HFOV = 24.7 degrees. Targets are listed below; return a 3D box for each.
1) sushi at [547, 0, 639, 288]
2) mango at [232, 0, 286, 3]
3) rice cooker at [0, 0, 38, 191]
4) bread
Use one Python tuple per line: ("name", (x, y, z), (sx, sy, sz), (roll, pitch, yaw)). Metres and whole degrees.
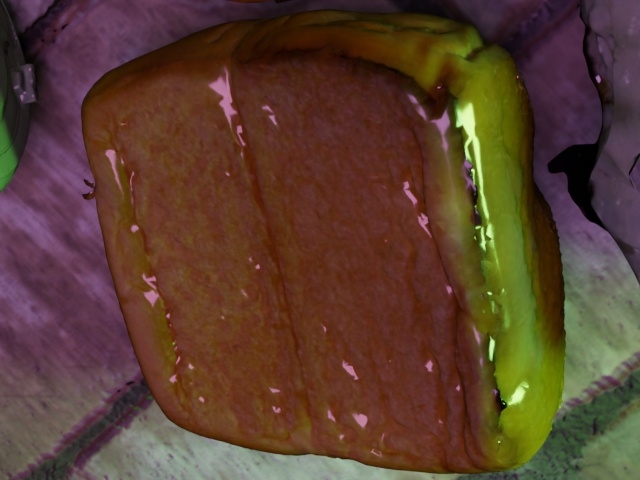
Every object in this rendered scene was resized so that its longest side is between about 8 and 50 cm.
("sushi", (0.288, -0.060, 0.942), (0.234, 0.207, 0.348), (-5, 103, 52))
("mango", (-0.046, -0.299, 0.950), (0.177, 0.120, 0.294), (3, 113, 9))
("rice cooker", (-0.346, -0.110, 1.043), (0.244, 0.226, 0.226), (-12, 109, 19))
("bread", (0.004, -0.004, 1.042), (0.328, 0.148, 0.337), (0, 115, 30))
